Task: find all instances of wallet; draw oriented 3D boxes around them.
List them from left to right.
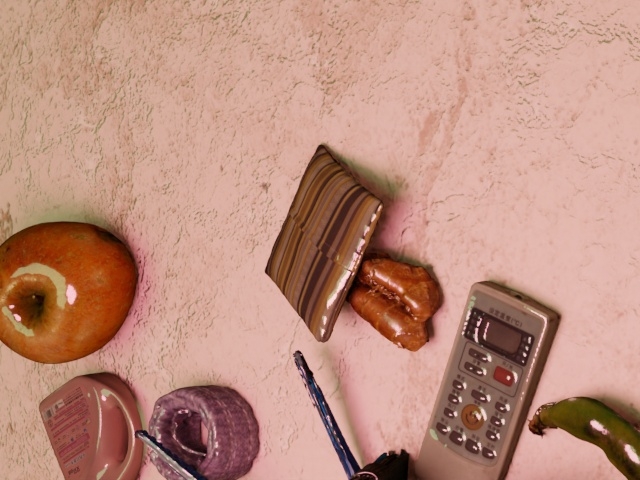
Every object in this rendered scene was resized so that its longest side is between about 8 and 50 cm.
[{"bbox_3d":[0.061,0.361,1.792,0.044,0.317,0.169,0,92,14],"label":"wallet"}]

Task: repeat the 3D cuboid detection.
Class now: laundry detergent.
[{"bbox_3d":[-0.329,0.320,2.233,0.171,0.076,0.237,-36,70,32],"label":"laundry detergent"}]

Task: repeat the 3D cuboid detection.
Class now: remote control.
[{"bbox_3d":[0.204,0.200,1.842,0.123,0.038,0.285,28,108,33],"label":"remote control"}]

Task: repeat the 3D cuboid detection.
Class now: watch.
[{"bbox_3d":[-0.080,0.324,1.970,0.276,0.068,0.275,-27,92,18],"label":"watch"}]

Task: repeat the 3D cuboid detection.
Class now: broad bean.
[{"bbox_3d":[0.358,0.286,1.708,0.292,0.049,0.144,51,142,24],"label":"broad bean"}]

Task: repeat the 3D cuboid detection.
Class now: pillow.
[{"bbox_3d":[0.000,0.000,1.957,0.212,0.052,0.208,49,122,56],"label":"pillow"}]

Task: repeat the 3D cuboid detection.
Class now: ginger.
[{"bbox_3d":[0.086,0.067,1.909,0.162,0.073,0.103,35,110,33],"label":"ginger"}]

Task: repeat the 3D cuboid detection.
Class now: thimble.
[{"bbox_3d":[-0.167,0.281,2.094,0.150,0.097,0.150,0,90,37],"label":"thimble"}]

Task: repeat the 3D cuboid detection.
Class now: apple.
[{"bbox_3d":[-0.393,0.071,2.218,0.236,0.207,0.237,5,105,21],"label":"apple"}]
